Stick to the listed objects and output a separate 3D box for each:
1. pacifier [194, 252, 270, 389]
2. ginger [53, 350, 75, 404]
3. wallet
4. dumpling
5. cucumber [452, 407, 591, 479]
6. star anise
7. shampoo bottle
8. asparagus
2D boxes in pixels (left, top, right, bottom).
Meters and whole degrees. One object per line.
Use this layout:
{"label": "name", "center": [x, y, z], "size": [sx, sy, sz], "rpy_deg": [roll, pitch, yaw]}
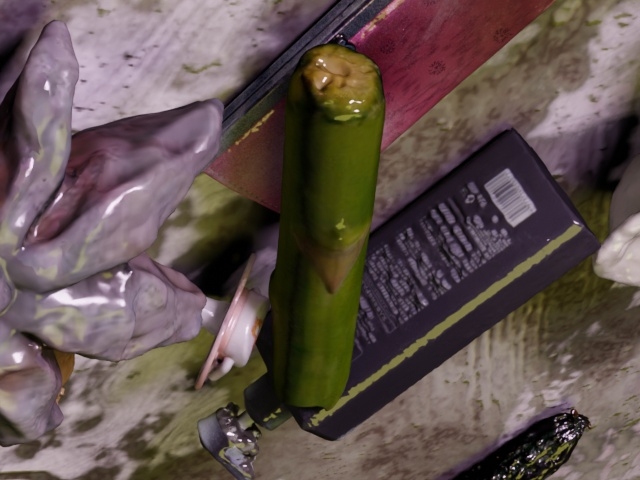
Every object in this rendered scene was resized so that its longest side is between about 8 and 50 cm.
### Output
{"label": "pacifier", "center": [-0.078, 0.049, 1.052], "size": [0.078, 0.099, 0.081], "rpy_deg": [23, 152, -6]}
{"label": "ginger", "center": [-0.180, 0.041, 0.970], "size": [0.096, 0.067, 0.165], "rpy_deg": [15, 110, -34]}
{"label": "wallet", "center": [0.034, -0.104, 0.968], "size": [0.232, 0.025, 0.119], "rpy_deg": [-41, 144, 17]}
{"label": "dumpling", "center": [0.283, -0.036, 1.141], "size": [0.229, 0.124, 0.151], "rpy_deg": [-24, 150, -45]}
{"label": "cucumber", "center": [0.167, 0.212, 1.435], "size": [0.181, 0.053, 0.053], "rpy_deg": [-35, 145, 6]}
{"label": "star anise", "center": [-0.177, 0.032, 0.850], "size": [0.315, 0.139, 0.359], "rpy_deg": [-25, 128, -3]}
{"label": "shampoo bottle", "center": [0.041, 0.054, 1.106], "size": [0.309, 0.098, 0.071], "rpy_deg": [-37, 149, 11]}
{"label": "asparagus", "center": [0.002, 0.000, 0.985], "size": [0.060, 0.067, 0.278], "rpy_deg": [-26, 145, -27]}
